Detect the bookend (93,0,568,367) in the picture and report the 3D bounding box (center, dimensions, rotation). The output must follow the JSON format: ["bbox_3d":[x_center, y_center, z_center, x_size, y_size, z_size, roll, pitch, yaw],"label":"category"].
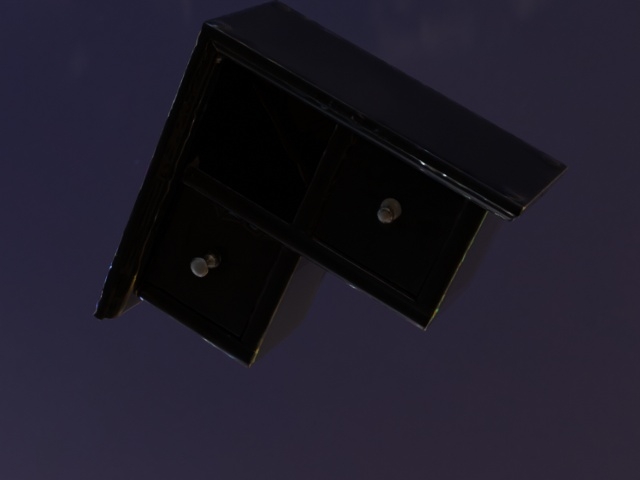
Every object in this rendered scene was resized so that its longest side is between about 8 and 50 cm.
[{"bbox_3d":[0.000,0.000,0.618,0.156,0.072,0.157,32,-63,13],"label":"bookend"}]
